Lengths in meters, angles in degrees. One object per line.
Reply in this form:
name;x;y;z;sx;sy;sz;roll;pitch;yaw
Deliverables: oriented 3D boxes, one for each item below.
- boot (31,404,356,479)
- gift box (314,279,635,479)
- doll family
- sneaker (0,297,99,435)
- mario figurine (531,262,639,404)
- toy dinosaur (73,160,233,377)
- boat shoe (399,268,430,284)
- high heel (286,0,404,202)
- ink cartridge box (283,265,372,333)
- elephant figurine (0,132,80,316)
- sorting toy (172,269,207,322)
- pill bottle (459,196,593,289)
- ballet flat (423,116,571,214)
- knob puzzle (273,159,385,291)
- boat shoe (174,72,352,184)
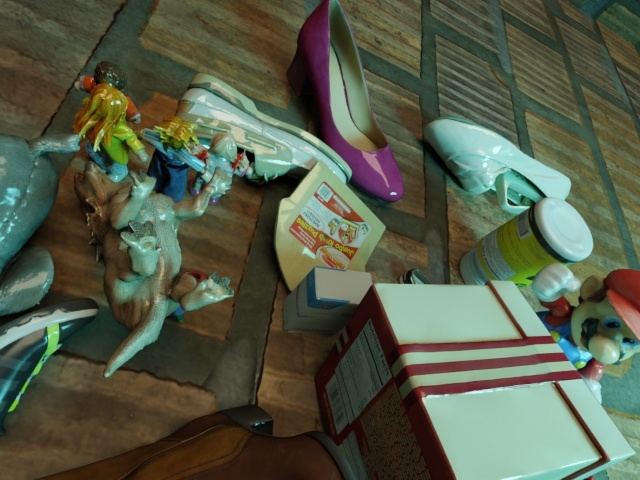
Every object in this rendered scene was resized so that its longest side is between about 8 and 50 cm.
boot;-0.134;0.228;0.352;0.280;0.264;0.096;-3;97;-36
gift box;0.157;0.210;0.533;0.257;0.277;0.255;3;49;-23
doll family;-0.228;-0.123;0.563;0.262;0.163;0.119;29;54;-11
sneaker;-0.333;0.146;0.424;0.234;0.084;0.097;-33;101;-34
mario figurine;0.359;0.152;0.618;0.197;0.320;0.170;17;56;-18
toy dinosaur;-0.205;0.024;0.473;0.127;0.200;0.296;22;45;-43
boat shoe;0.190;0.105;0.734;0.046;0.038;0.125;-25;77;-36
high heel;0.067;-0.256;0.782;0.127;0.181;0.377;-30;80;-37
ink cartridge box;0.008;0.089;0.595;0.088;0.122;0.052;9;55;-24
elephant figurine;-0.360;0.016;0.417;0.169;0.186;0.240;10;53;-30
sorting toy;-0.193;0.077;0.548;0.101;0.042;0.061;-17;36;-24
pill bottle;0.363;0.022;0.765;0.119;0.208;0.119;13;58;-21
ballet flat;0.405;-0.147;0.947;0.399;0.139;0.139;21;55;-17
knob puzzle;0.000;0.000;0.675;0.212;0.030;0.214;1;89;-31
boat shoe;-0.093;-0.145;0.693;0.302;0.113;0.104;27;74;-15
